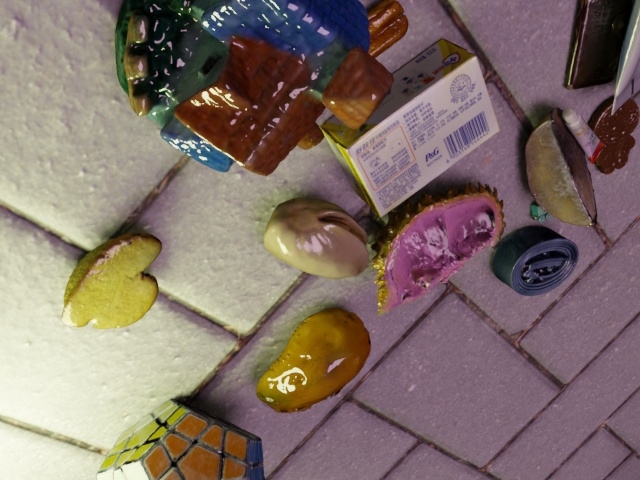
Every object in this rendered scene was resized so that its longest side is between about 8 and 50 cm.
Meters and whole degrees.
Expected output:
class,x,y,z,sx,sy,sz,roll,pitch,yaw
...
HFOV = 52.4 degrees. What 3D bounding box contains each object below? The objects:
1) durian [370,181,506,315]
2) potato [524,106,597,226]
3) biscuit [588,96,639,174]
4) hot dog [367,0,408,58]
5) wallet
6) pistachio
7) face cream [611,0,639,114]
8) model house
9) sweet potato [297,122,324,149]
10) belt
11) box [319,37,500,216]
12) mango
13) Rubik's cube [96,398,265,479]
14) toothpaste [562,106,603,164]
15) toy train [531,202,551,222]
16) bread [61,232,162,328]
class,x,y,z,sx,sy,sz,roll,pitch,yaw
durian,0.208,-0.019,1.229,0.341,0.112,0.191,-32,121,-18
potato,0.469,-0.151,1.309,0.261,0.100,0.120,59,39,-23
biscuit,0.611,-0.220,1.366,0.124,0.026,0.175,-24,128,-9
hot dog,0.066,-0.307,0.999,0.165,0.045,0.071,-39,128,-1
wallet,0.520,-0.397,1.199,0.121,0.031,0.232,-16,125,-17
pistachio,0.000,0.000,1.115,0.223,0.126,0.152,19,143,-41
face cream,0.614,-0.451,1.151,0.235,0.137,0.420,-36,138,-39
model house,-0.082,-0.216,0.796,0.295,0.329,0.251,-50,133,6
sweet potato,-0.047,-0.188,1.020,0.117,0.049,0.049,36,99,-29
belt,0.471,0.044,1.423,0.190,0.082,0.141,-9,121,-23
box,0.154,-0.188,1.090,0.265,0.097,0.168,-38,130,-3
mango,-0.015,0.236,1.256,0.248,0.151,0.156,-36,99,4
Rubik's cube,-0.243,0.447,1.173,0.264,0.319,0.319,-4,125,5
toothpaste,0.519,-0.208,1.281,0.190,0.031,0.048,28,89,-46
toy train,0.491,-0.071,1.398,0.092,0.029,0.045,-24,113,-19
bread,-0.316,0.059,1.022,0.188,0.065,0.149,-54,140,7
